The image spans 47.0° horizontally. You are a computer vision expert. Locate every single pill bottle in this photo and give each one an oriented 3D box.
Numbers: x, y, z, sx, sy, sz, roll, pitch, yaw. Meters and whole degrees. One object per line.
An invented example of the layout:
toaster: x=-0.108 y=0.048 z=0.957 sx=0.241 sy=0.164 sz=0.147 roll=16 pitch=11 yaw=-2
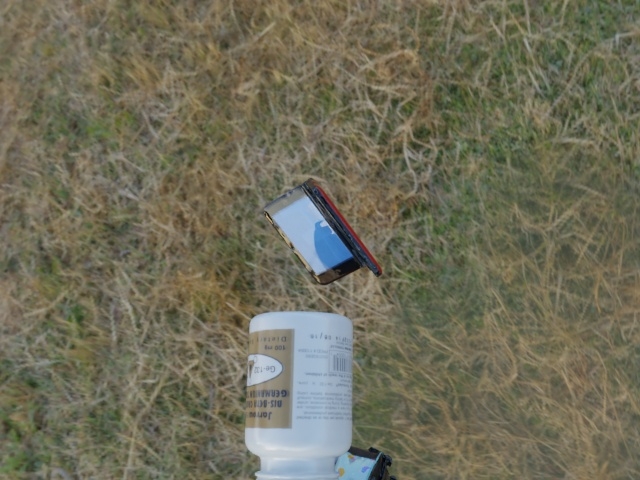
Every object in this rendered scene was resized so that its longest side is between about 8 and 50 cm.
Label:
pill bottle: x=-0.026 y=0.208 z=0.899 sx=0.131 sy=0.131 sz=0.229 roll=-5 pitch=74 yaw=23

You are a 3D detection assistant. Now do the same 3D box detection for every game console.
game console: x=0.000 y=0.000 z=0.965 sx=0.085 sy=0.124 sz=0.144 roll=-37 pitch=105 yaw=2

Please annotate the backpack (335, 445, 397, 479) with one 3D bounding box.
backpack: x=0.040 y=0.452 z=1.219 sx=0.144 sy=0.166 sz=0.188 roll=2 pitch=43 yaw=21
